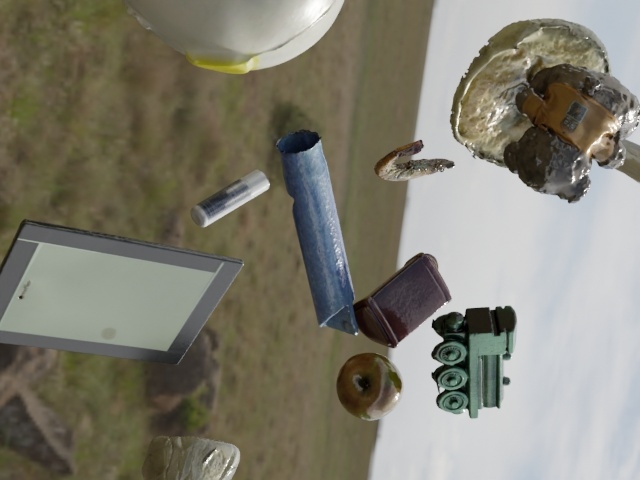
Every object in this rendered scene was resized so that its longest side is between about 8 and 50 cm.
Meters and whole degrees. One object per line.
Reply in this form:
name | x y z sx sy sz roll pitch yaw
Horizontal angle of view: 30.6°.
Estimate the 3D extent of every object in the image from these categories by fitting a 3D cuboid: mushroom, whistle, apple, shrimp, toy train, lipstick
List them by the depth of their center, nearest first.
toy train | 0.199 0.160 1.525 0.071 0.111 0.170 -87 172 -52
whistle | 0.000 0.000 1.542 0.062 0.062 0.304 -78 160 -55
apple | 0.065 0.191 1.545 0.074 0.090 0.089 -3 101 -78
shrimp | 0.136 -0.109 1.607 0.091 0.127 0.025 -52 -131 54
lipstick | -0.148 -0.068 1.904 0.141 0.040 0.040 -32 147 -30
mushroom | 0.507 -0.137 1.959 0.071 0.209 0.084 -66 176 30

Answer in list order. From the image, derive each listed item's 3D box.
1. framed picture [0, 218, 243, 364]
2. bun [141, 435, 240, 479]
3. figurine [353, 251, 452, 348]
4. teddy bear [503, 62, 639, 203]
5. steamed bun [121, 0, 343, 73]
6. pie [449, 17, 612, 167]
framed picture | -0.320 0.087 1.756 0.265 0.347 0.016 -55 -143 37
bun | -0.221 0.391 1.975 0.173 0.167 0.113 46 48 -65
figurine | 0.111 0.078 1.635 0.154 0.082 0.098 -38 -168 -27
teddy bear | 0.345 -0.150 1.625 0.190 0.177 0.140 -61 175 -4
steamed bun | -0.138 -0.416 1.666 0.334 0.374 0.334 -42 164 -16
pie | 0.331 -0.228 1.845 0.055 0.274 0.274 -114 -157 -48
